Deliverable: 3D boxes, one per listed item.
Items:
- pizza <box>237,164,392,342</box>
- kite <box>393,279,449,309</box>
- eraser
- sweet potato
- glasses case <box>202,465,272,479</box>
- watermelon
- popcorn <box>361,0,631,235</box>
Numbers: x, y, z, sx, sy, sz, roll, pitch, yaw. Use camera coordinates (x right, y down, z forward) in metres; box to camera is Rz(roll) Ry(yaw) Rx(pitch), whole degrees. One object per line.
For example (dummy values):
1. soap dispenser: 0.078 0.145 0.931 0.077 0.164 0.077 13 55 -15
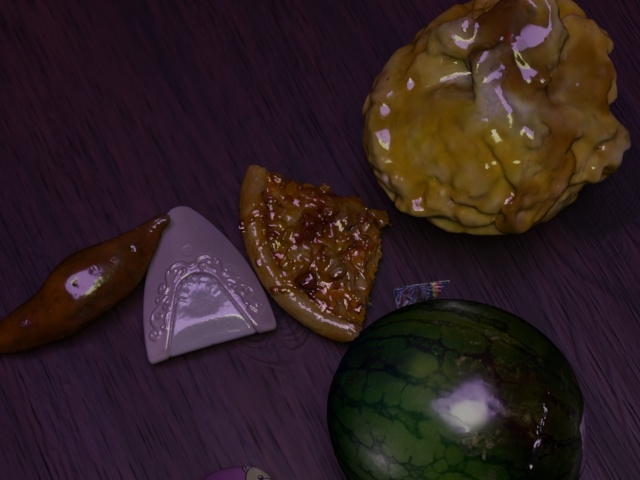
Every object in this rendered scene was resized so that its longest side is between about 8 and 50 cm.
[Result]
1. pizza: 0.000 0.000 1.934 0.226 0.086 0.335 -29 70 -5
2. kite: 0.151 0.098 1.930 0.090 0.004 0.122 39 77 16
3. eraser: -0.197 0.054 1.938 0.204 0.059 0.243 -17 69 -3
4. sweet potato: -0.370 0.077 1.915 0.359 0.112 0.112 -39 73 -7
5. glasses case: -0.110 0.481 1.770 0.123 0.076 0.316 -6 70 0
6. watermelon: 0.184 0.246 1.703 0.363 0.363 0.363 -1 70 3
7. popcorn: 0.265 -0.188 1.867 0.390 0.354 0.344 -39 94 32
